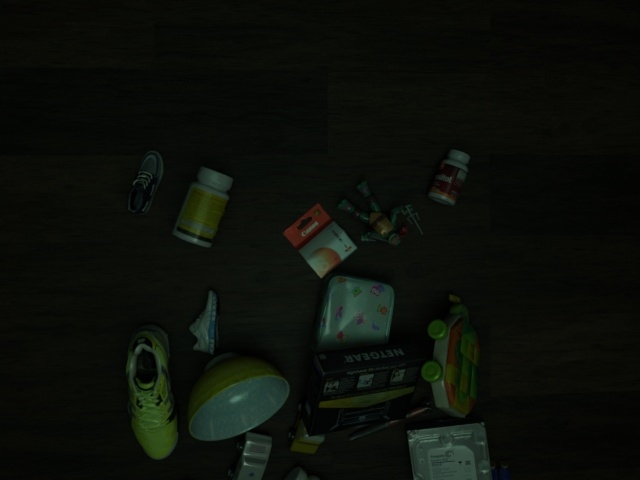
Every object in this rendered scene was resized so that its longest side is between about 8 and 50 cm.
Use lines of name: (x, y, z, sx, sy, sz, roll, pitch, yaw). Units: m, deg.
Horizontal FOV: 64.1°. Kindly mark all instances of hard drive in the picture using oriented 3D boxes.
hard drive: (0.395, 0.714, 1.543, 0.237, 0.064, 0.338, -7, 92, 4)

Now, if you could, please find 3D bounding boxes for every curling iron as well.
curling iron: (0.215, 0.551, 1.543, 0.274, 0.068, 0.035, -24, 56, 1)

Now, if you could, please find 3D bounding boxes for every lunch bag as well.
lunch bag: (0.099, 0.241, 1.498, 0.224, 0.108, 0.279, 10, 93, -11)

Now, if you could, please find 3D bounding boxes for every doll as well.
doll: (0.561, 0.780, 1.580, 0.129, 0.046, 0.189, -4, 94, 8)

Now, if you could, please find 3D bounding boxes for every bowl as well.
bowl: (-0.249, 0.411, 1.435, 0.289, 0.289, 0.156, -32, 52, -3)

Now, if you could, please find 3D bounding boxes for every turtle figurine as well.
turtle figurine: (0.171, -0.056, 1.492, 0.175, 0.118, 0.234, -42, 79, -17)

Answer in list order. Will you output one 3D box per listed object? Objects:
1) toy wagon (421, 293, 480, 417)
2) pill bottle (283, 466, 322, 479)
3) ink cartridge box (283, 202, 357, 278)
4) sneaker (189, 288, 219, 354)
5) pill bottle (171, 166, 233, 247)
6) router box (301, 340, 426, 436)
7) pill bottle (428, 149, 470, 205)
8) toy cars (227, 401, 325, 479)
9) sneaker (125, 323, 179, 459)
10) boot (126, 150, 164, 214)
toy wagon: (0.388, 0.316, 1.464, 0.267, 0.068, 0.344, 40, 55, -43)
pill bottle: (-0.016, 0.770, 1.501, 0.208, 0.117, 0.117, 45, 88, -5)
ink cartridge box: (0.000, 0.000, 1.516, 0.145, 0.045, 0.179, -40, 97, -3)
sneaker: (-0.338, 0.235, 1.485, 0.083, 0.071, 0.190, 5, 91, 1)
pill bottle: (-0.329, -0.095, 1.448, 0.119, 0.119, 0.208, 21, 90, -5)
router box: (0.116, 0.409, 1.419, 0.309, 0.081, 0.242, -2, 122, -22)
pill bottle: (0.385, -0.187, 1.519, 0.086, 0.086, 0.152, 22, 89, -5)
toy cars: (-0.114, 0.606, 1.486, 0.394, 0.087, 0.176, -32, 109, -3)
sneaker: (-0.488, 0.437, 1.439, 0.145, 0.147, 0.384, -9, 94, -6)
boot: (-0.496, -0.165, 1.449, 0.069, 0.086, 0.190, 13, 91, -5)
